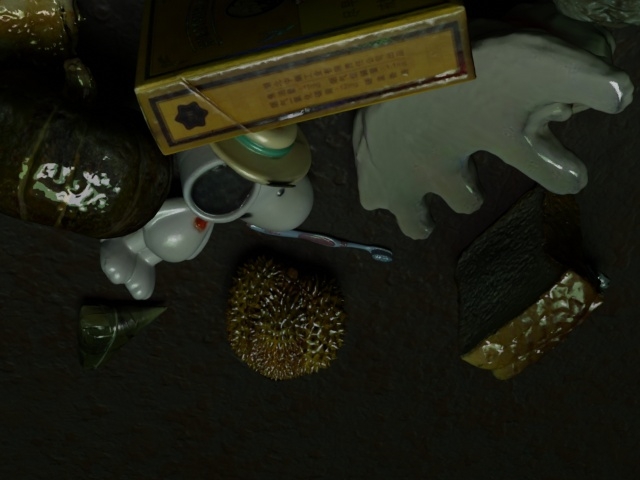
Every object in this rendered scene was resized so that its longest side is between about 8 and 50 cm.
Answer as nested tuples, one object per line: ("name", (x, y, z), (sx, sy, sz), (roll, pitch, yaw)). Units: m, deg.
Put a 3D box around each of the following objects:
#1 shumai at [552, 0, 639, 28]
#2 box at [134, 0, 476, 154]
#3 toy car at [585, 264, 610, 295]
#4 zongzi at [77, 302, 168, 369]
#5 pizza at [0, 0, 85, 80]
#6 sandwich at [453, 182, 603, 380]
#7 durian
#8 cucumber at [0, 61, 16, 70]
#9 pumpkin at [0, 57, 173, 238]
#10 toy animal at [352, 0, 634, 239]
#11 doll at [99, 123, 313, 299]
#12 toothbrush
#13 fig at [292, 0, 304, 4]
("shumai", (0.332, -0.303, 0.910), (0.221, 0.225, 0.261), (12, 113, -15))
("box", (-0.020, -0.199, 0.980), (0.301, 0.193, 0.084), (-13, 129, 5))
("toy car", (0.309, 0.074, 1.278), (0.056, 0.205, 0.095), (43, 107, 10))
("zongzi", (-0.258, 0.123, 1.333), (0.113, 0.052, 0.104), (-5, 140, -19))
("pizza", (-0.311, -0.295, 0.946), (0.287, 0.074, 0.251), (24, 123, -33))
("sandwich", (0.238, 0.045, 1.204), (0.065, 0.215, 0.186), (34, 123, -18))
("durian", (-0.042, 0.101, 1.281), (0.158, 0.137, 0.168), (15, 121, 8))
("cucumber", (-0.330, -0.153, 1.080), (0.056, 0.056, 0.250), (-26, 127, 15))
("pumpkin", (-0.250, -0.097, 0.990), (0.218, 0.219, 0.162), (15, 101, -18))
("toy animal", (0.174, -0.143, 1.100), (0.266, 0.188, 0.308), (15, 142, 8))
("doll", (-0.134, -0.045, 1.135), (0.271, 0.144, 0.208), (-20, 139, 5))
("toothbrush", (0.000, 0.000, 1.270), (0.193, 0.019, 0.013), (13, 129, -15))
("fig", (0.082, -0.323, 0.879), (0.217, 0.217, 0.321), (33, 121, -29))
